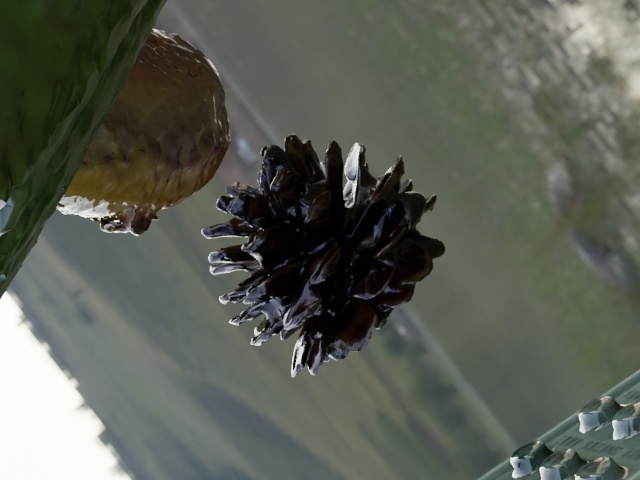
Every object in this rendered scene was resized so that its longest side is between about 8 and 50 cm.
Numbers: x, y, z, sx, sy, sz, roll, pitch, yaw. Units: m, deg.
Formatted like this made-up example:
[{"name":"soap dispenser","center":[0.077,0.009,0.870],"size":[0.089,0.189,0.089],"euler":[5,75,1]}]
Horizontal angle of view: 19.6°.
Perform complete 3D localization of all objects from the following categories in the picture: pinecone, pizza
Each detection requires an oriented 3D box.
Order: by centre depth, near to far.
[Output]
[{"name":"pizza","center":[-0.151,-0.067,0.776],"size":[0.305,0.085,0.161],"euler":[13,-151,-49]},{"name":"pinecone","center":[-0.001,0.002,1.044],"size":[0.121,0.140,0.140],"euler":[40,-178,-8]}]

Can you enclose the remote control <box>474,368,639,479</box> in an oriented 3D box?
[{"name":"remote control","center":[0.189,0.037,0.625],"size":[0.065,0.335,0.128],"euler":[59,169,-3]}]

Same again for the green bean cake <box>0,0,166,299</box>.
[{"name":"green bean cake","center":[-0.157,-0.085,0.401],"size":[0.250,0.156,0.247],"euler":[28,158,-7]}]
